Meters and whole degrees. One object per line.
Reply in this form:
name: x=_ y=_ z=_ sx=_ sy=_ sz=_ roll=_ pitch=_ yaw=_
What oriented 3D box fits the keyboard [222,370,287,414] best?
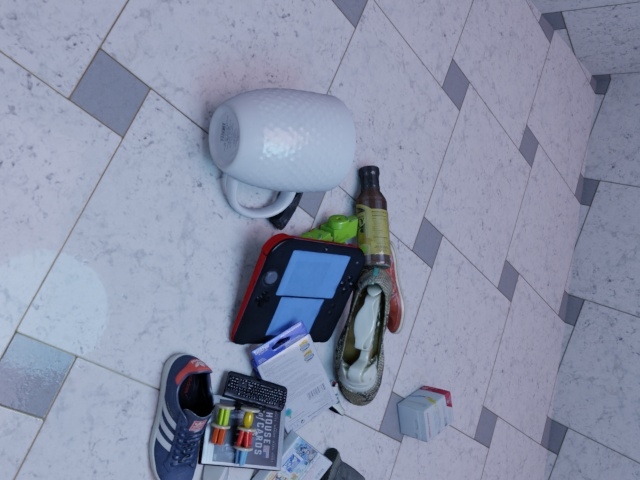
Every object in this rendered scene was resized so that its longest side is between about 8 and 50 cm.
keyboard: x=-0.174 y=0.429 z=1.639 sx=0.191 sy=0.038 sz=0.100 roll=22 pitch=63 yaw=-25

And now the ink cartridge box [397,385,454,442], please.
ink cartridge box: x=0.391 y=0.642 z=2.209 sx=0.176 sy=0.127 sz=0.128 roll=-18 pitch=104 yaw=-43

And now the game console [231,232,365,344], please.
game console: x=-0.053 y=0.154 z=1.733 sx=0.386 sy=0.060 sz=0.342 roll=9 pitch=106 yaw=-44

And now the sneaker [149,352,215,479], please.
sneaker: x=-0.333 y=0.466 z=1.482 sx=0.131 sy=0.148 sz=0.351 roll=2 pitch=90 yaw=-44

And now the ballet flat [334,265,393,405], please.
ballet flat: x=0.129 y=0.324 z=1.867 sx=0.182 sy=0.163 sz=0.484 roll=-47 pitch=146 yaw=-76

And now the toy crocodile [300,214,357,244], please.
toy crocodile: x=0.000 y=0.000 z=1.836 sx=0.340 sy=0.105 sz=0.115 roll=-31 pitch=132 yaw=-42

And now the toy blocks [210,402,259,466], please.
toy blocks: x=-0.231 y=0.511 z=1.559 sx=0.123 sy=0.054 sz=0.148 roll=13 pitch=81 yaw=-19

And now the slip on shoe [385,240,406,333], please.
slip on shoe: x=0.223 y=0.167 z=2.055 sx=0.101 sy=0.123 sz=0.332 roll=-14 pitch=101 yaw=-21

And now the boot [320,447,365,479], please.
boot: x=0.053 y=0.800 z=1.934 sx=0.190 sy=0.076 sz=0.209 roll=-50 pitch=130 yaw=-29

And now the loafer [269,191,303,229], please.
loafer: x=-0.096 y=-0.108 z=1.770 sx=0.170 sy=0.062 sz=0.061 roll=-56 pitch=148 yaw=-23

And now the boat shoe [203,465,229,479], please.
boat shoe: x=-0.276 y=0.645 z=1.608 sx=0.063 sy=0.066 sz=0.184 roll=53 pitch=40 yaw=-65

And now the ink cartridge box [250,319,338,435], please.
ink cartridge box: x=-0.082 y=0.400 z=1.756 sx=0.185 sy=0.065 sz=0.311 roll=-30 pitch=115 yaw=-21

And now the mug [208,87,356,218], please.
mug: x=-0.130 y=-0.227 z=1.609 sx=0.327 sy=0.276 sz=0.374 roll=-3 pitch=124 yaw=-39

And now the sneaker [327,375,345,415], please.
sneaker: x=0.043 y=0.499 z=1.914 sx=0.161 sy=0.057 sz=0.075 roll=50 pitch=64 yaw=-29

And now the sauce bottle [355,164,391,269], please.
sauce bottle: x=0.171 y=-0.076 z=1.966 sx=0.111 sy=0.111 sz=0.345 roll=13 pitch=68 yaw=-44

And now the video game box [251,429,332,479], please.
video game box: x=-0.088 y=0.694 z=1.764 sx=0.205 sy=0.048 sz=0.187 roll=-49 pitch=127 yaw=-12

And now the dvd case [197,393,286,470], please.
dvd case: x=-0.208 y=0.526 z=1.622 sx=0.238 sy=0.029 sz=0.180 roll=17 pitch=64 yaw=-28
